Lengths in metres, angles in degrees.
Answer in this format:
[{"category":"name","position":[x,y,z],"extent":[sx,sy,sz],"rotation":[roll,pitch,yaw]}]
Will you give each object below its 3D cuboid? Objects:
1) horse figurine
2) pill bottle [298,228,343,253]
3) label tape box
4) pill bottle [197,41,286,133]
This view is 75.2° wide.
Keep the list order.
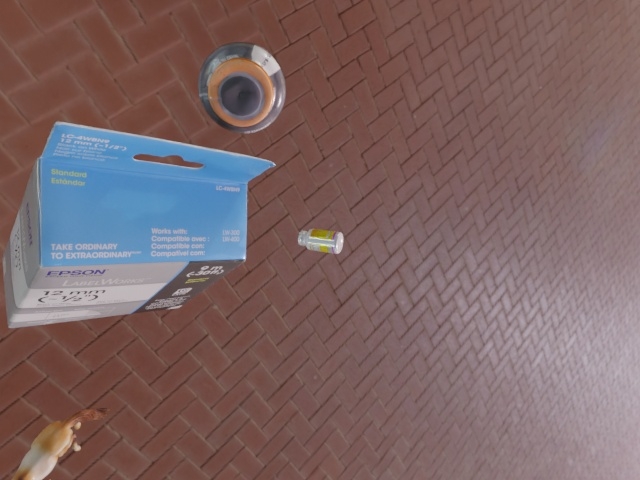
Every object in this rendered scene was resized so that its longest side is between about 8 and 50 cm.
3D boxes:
[{"category":"horse figurine","position":[-0.547,0.443,0.828],"extent":[0.066,0.174,0.263],"rotation":[28,59,3]},{"category":"pill bottle","position":[0.000,0.000,0.820],"extent":[0.043,0.083,0.043],"rotation":[8,90,-70]},{"category":"label tape box","position":[-0.244,0.006,0.551],"extent":[0.249,0.348,0.115],"rotation":[1,68,-44]},{"category":"pill bottle","position":[-0.121,-0.246,0.663],"extent":[0.131,0.245,0.130],"rotation":[-3,116,-7]}]
